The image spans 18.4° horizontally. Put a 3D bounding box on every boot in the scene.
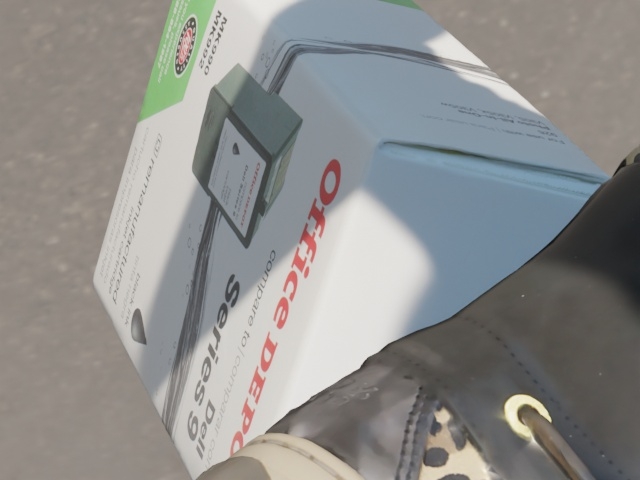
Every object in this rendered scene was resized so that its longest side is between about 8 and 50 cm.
[{"bbox_3d":[0.169,0.136,0.645,0.377,0.138,0.284,43,58,7],"label":"boot"}]

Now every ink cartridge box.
[{"bbox_3d":[0.000,0.000,0.952,0.121,0.289,0.211,10,110,-24],"label":"ink cartridge box"}]
